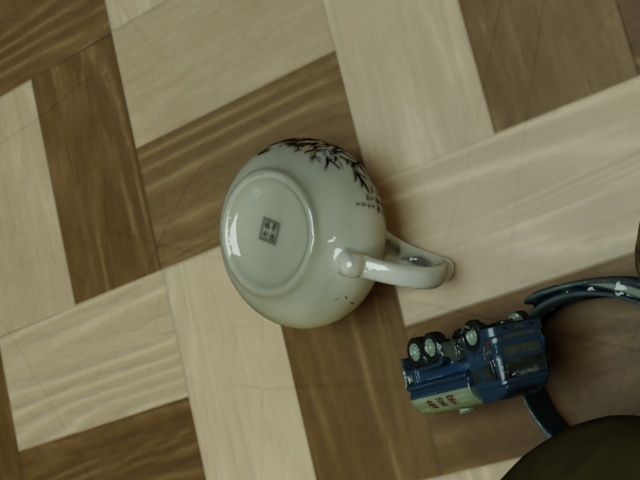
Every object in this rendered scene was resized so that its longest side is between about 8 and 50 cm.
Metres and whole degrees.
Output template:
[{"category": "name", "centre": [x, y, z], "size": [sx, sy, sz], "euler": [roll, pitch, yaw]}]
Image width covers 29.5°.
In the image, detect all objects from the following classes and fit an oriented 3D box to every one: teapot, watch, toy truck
[{"category": "teapot", "centre": [0.000, 0.000, 1.341], "size": [0.299, 0.166, 0.208], "euler": [23, 94, 27]}, {"category": "watch", "centre": [0.289, 0.122, 1.170], "size": [0.206, 0.068, 0.193], "euler": [-23, 76, 35]}, {"category": "toy truck", "centre": [0.148, 0.129, 1.223], "size": [0.201, 0.074, 0.088], "euler": [-28, 71, 62]}]

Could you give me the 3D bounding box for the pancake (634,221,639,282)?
[{"category": "pancake", "centre": [0.397, 0.014, 1.077], "size": [0.212, 0.029, 0.235], "euler": [-45, 59, -1]}]

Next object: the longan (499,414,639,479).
[{"category": "longan", "centre": [0.288, 0.315, 1.003], "size": [0.361, 0.361, 0.361], "euler": [-2, 87, 36]}]
